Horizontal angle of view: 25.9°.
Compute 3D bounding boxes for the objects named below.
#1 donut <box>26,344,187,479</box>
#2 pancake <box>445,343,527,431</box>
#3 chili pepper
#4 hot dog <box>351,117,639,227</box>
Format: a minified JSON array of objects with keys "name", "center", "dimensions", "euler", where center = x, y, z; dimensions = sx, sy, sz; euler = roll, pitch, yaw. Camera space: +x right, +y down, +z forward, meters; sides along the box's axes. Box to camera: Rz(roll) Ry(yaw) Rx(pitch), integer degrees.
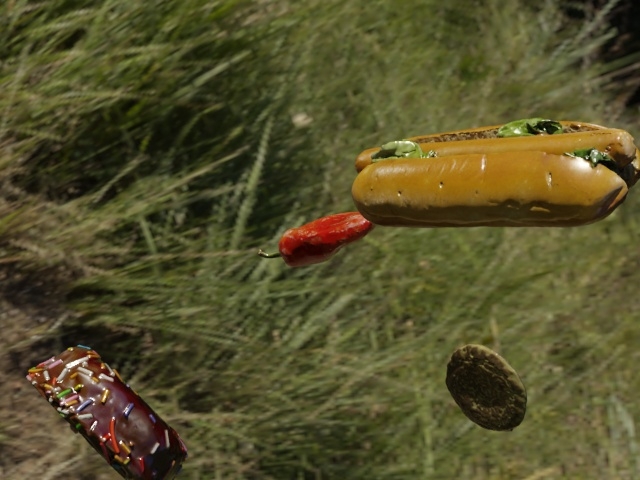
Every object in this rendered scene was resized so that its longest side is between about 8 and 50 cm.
[{"name":"donut","center":[-0.258,0.222,1.734],"dimensions":[0.089,0.235,0.235],"euler":[-44,107,-10]},{"name":"pancake","center":[0.184,0.166,1.554],"dimensions":[0.011,0.115,0.115],"euler":[-26,95,-38]},{"name":"chili pepper","center":[0.001,0.000,1.653],"dimensions":[0.059,0.191,0.050],"euler":[-35,103,-46]},{"name":"hot dog","center":[0.130,-0.055,1.074],"dimensions":[0.100,0.249,0.068],"euler":[-45,123,-42]}]
